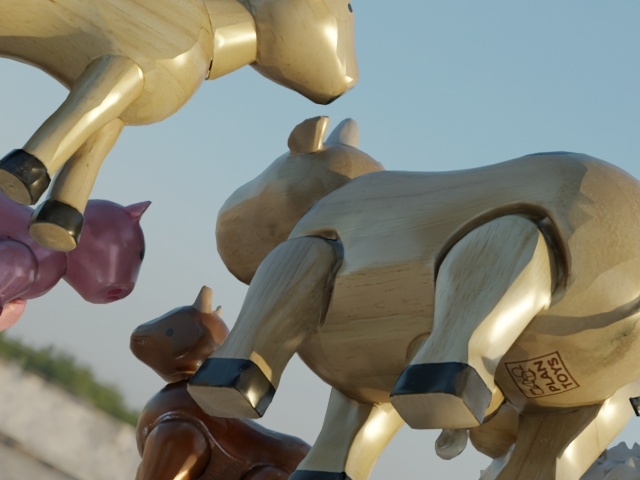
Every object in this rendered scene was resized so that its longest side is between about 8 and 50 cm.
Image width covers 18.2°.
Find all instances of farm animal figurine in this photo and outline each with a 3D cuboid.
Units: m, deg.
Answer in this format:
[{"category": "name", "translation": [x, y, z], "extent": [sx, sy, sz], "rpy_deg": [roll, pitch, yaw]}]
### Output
[{"category": "farm animal figurine", "translation": [0.000, 0.000, 0.774], "extent": [0.326, 0.172, 0.330], "rpy_deg": [12, -35, 28]}]
